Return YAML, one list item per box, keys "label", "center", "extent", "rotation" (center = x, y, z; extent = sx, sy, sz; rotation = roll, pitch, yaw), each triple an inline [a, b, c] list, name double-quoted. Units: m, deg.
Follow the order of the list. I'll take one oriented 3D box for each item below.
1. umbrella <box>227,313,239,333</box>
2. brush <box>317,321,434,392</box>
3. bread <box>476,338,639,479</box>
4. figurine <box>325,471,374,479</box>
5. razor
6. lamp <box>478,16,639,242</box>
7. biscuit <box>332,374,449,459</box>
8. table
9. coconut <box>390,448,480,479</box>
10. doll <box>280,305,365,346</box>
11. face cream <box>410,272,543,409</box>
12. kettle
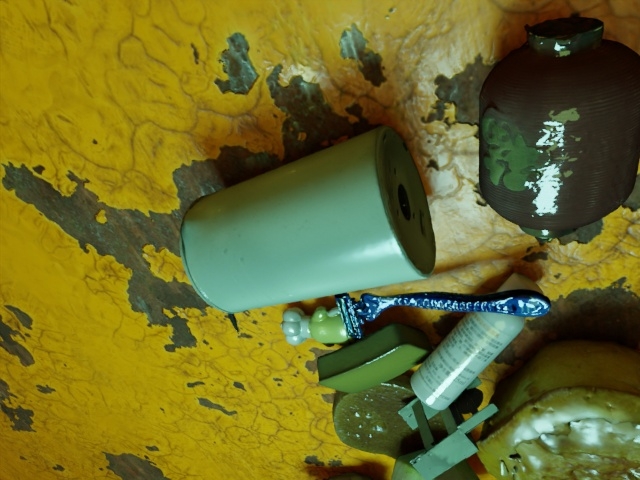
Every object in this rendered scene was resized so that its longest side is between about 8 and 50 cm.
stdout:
- label: "umbrella"
  center: [-0.186, 0.141, 0.954]
  extent: [0.022, 0.022, 0.148]
  rotation: [3, 131, 8]
- label: "brush"
  center: [0.098, 0.217, 0.867]
  extent: [0.197, 0.059, 0.123]
  rotation: [-33, 143, 25]
- label: "bread"
  center: [0.450, 0.323, 0.798]
  extent: [0.337, 0.204, 0.358]
  rotation: [23, 132, -5]
- label: "figurine"
  center: [0.103, 0.749, 1.206]
  extent: [0.249, 0.203, 0.380]
  rotation: [-15, 121, 21]
- label: "razor"
  center: [0.186, 0.100, 0.750]
  extent: [0.325, 0.056, 0.093]
  rotation: [-8, 116, 25]
- label: "lamp"
  center: [0.268, -0.118, 0.548]
  extent: [0.180, 0.180, 0.257]
  rotation: [-1, 127, 16]
- label: "biscuit"
  center: [0.152, 0.377, 1.015]
  extent: [0.258, 0.049, 0.272]
  rotation: [17, 130, -1]
- label: "table"
  center: [0.231, 0.317, 0.848]
  extent: [0.175, 0.146, 0.062]
  rotation: [-39, 101, 10]
- label: "coconut"
  center: [0.239, 0.528, 0.961]
  extent: [0.205, 0.236, 0.235]
  rotation: [6, 131, 41]
- label: "doll"
  center: [0.001, 0.161, 0.890]
  extent: [0.163, 0.062, 0.106]
  rotation: [-2, 126, 15]
- label: "face cream"
  center: [0.258, 0.166, 0.782]
  extent: [0.082, 0.082, 0.269]
  rotation: [32, 112, -8]
- label: "kettle"
  center: [-0.006, -0.015, 0.703]
  extent: [0.318, 0.265, 0.204]
  rotation: [-17, 88, 25]
